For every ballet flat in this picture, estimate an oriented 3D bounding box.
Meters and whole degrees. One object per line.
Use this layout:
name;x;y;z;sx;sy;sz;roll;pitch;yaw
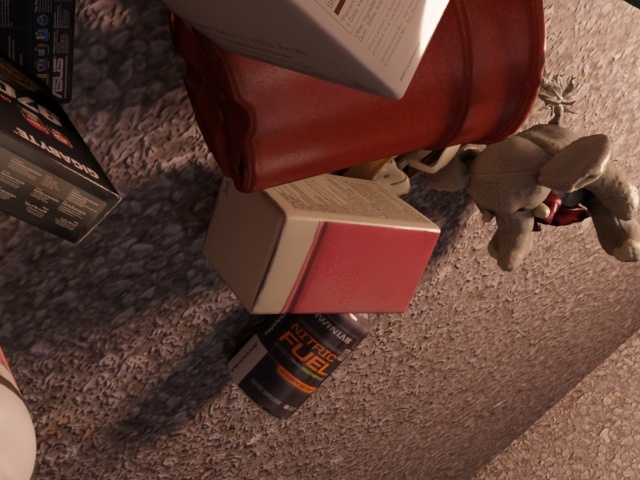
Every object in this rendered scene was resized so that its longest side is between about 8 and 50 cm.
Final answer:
ballet flat;0.119;-0.109;0.966;0.232;0.073;0.080;-38;144;-8

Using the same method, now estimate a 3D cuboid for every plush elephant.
plush elephant;0.314;-0.073;1.042;0.255;0.272;0.329;-29;115;-42

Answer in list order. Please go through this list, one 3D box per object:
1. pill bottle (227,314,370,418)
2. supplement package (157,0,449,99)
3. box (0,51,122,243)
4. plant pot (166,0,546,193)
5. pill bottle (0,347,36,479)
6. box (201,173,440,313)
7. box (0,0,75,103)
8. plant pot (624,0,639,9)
pill bottle;-0.015;0.138;1.042;0.245;0.130;0.130;-48;145;5
supplement package;-0.057;-0.226;0.353;0.293;0.178;0.175;25;91;-51
box;-0.253;-0.101;0.447;0.051;0.175;0.220;-46;144;6
plant pot;0.014;-0.178;0.651;0.265;0.272;0.272;-22;140;-15
pill bottle;-0.339;0.126;0.508;0.210;0.363;0.210;-27;142;-23
box;0.000;0.000;0.836;0.232;0.148;0.126;4;116;-36
box;-0.280;-0.187;0.521;0.184;0.045;0.190;-12;135;-34
plant pot;0.470;-0.423;0.840;0.272;0.271;0.255;-20;152;-29
